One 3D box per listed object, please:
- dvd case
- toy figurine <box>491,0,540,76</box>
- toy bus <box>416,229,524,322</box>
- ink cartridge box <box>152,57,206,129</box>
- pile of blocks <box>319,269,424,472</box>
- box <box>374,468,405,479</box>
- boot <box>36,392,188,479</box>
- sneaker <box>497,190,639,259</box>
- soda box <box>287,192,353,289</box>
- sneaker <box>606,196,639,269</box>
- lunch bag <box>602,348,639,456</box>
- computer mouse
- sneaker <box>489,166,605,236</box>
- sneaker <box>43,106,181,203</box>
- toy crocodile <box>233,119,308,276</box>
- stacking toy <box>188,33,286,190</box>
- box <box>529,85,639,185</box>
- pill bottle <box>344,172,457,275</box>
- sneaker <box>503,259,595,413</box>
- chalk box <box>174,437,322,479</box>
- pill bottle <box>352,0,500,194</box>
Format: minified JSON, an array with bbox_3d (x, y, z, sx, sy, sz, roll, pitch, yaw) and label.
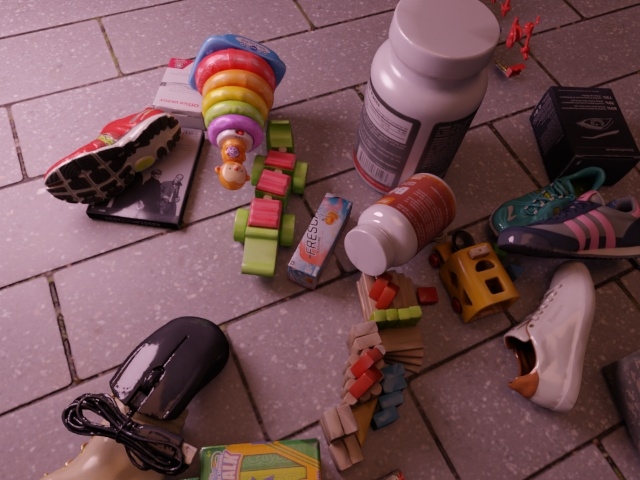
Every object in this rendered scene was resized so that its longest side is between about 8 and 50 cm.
[{"bbox_3d":[-0.350,-0.140,1.004,0.179,0.029,0.238,7,60,-1],"label":"dvd case"},{"bbox_3d":[0.330,-0.542,1.209,0.217,0.191,0.362,-19,63,-10],"label":"toy figurine"},{"bbox_3d":[0.282,0.048,0.916,0.202,0.104,0.191,24,61,8],"label":"toy bus"},{"bbox_3d":[-0.295,-0.327,1.093,0.109,0.063,0.150,9,61,-1],"label":"ink cartridge box"},{"bbox_3d":[0.104,0.197,0.812,0.149,0.112,0.362,16,61,4],"label":"pile of blocks"},{"bbox_3d":[0.079,0.418,0.735,0.137,0.027,0.094,-18,66,-15],"label":"box"},{"bbox_3d":[-0.342,0.316,0.716,0.262,0.095,0.203,6,56,6],"label":"boot"},{"bbox_3d":[0.471,-0.030,0.925,0.319,0.112,0.131,2,87,-21],"label":"sneaker"},{"bbox_3d":[0.000,0.000,0.939,0.058,0.063,0.183,23,61,7],"label":"soda box"},{"bbox_3d":[0.660,-0.002,0.993,0.211,0.081,0.080,43,64,16],"label":"sneaker"},{"bbox_3d":[0.662,0.278,0.789,0.287,0.169,0.235,-7,62,-4],"label":"lunch bag"},{"bbox_3d":[-0.221,0.196,0.737,0.189,0.072,0.272,23,31,5],"label":"computer mouse"},{"bbox_3d":[0.462,-0.080,1.001,0.275,0.110,0.107,-26,64,-17],"label":"sneaker"},{"bbox_3d":[-0.408,-0.171,0.961,0.279,0.107,0.118,-38,51,-25],"label":"sneaker"},{"bbox_3d":[-0.094,-0.086,0.955,0.115,0.105,0.340,10,61,0],"label":"toy crocodile"},{"bbox_3d":[-0.167,-0.230,0.954,0.175,0.166,0.301,13,60,-27],"label":"stacking toy"},{"bbox_3d":[0.585,-0.234,1.099,0.153,0.108,0.207,1,61,-5],"label":"box"},{"bbox_3d":[0.146,-0.029,0.893,0.121,0.121,0.216,42,52,17],"label":"pill bottle"},{"bbox_3d":[0.402,0.145,0.873,0.123,0.106,0.290,20,60,7],"label":"sneaker"},{"bbox_3d":[-0.106,0.362,0.689,0.213,0.132,0.132,-3,61,-7],"label":"chalk box"},{"bbox_3d":[0.187,-0.259,0.929,0.210,0.363,0.210,3,61,-5],"label":"pill bottle"}]
